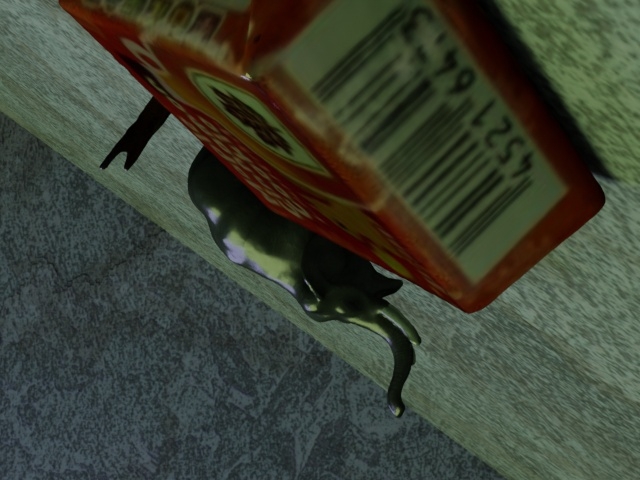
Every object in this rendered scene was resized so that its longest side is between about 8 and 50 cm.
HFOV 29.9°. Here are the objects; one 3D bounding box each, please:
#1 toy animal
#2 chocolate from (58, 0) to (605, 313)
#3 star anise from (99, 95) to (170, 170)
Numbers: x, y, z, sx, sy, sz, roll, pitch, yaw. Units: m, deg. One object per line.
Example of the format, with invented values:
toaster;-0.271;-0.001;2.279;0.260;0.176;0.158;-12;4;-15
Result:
toy animal;0.009;-0.005;0.909;0.269;0.137;0.082;43;170;17
chocolate;-0.001;-0.083;0.642;0.235;0.108;0.237;29;169;49
star anise;-0.101;-0.106;0.813;0.158;0.144;0.140;34;178;15
